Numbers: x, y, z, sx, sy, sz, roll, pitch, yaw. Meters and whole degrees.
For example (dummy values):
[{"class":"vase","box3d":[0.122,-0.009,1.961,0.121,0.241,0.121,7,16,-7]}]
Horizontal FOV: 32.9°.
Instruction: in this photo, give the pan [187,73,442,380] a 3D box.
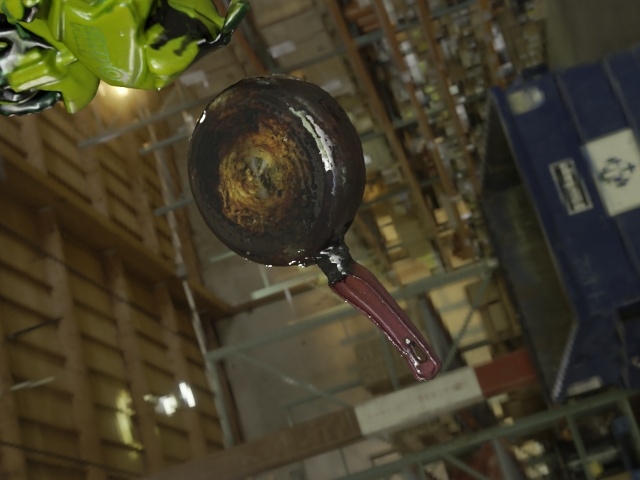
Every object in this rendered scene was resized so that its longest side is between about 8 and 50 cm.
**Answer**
[{"class":"pan","box3d":[-0.001,0.001,0.635,0.212,0.115,0.040,55,-149,-1]}]

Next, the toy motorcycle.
[{"class":"toy motorcycle","box3d":[-0.146,-0.210,0.667,0.342,0.206,0.142,96,164,-44]}]
